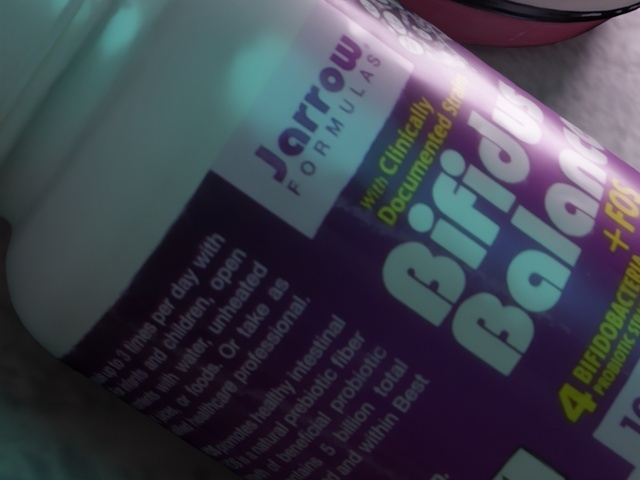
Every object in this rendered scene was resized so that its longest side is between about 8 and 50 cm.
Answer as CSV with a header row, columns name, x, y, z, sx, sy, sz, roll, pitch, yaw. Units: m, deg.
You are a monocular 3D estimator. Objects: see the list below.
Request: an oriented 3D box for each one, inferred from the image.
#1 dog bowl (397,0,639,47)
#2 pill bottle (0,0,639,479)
name,x,y,z,sx,sy,sz,roll,pitch,yaw
dog bowl,0.063,-0.272,0.919,0.408,0.150,0.408,20,47,-23
pill bottle,0.000,0.000,0.628,0.301,0.169,0.169,34,42,-10
